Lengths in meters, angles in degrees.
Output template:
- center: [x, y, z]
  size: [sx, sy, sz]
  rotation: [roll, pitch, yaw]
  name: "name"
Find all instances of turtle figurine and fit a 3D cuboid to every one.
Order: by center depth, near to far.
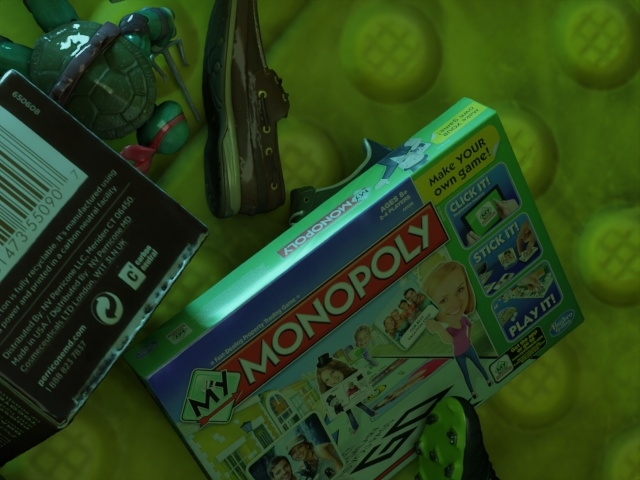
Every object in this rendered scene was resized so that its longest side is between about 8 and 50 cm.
- center: [-0.168, -0.119, 1.037]
  size: [0.234, 0.118, 0.175]
  rotation: [39, 74, -1]
  name: "turtle figurine"

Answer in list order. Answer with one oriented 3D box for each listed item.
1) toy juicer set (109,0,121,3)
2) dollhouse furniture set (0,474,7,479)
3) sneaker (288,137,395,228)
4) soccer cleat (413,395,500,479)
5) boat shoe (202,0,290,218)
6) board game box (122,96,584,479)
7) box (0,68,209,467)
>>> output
- center: [-0.155, -0.294, 1.011]
  size: [0.209, 0.089, 0.329]
  rotation: [-39, 80, -20]
  name: "toy juicer set"
- center: [-0.390, 0.161, 0.850]
  size: [0.256, 0.362, 0.394]
  rotation: [-53, 128, -13]
  name: "dollhouse furniture set"
- center: [0.000, 0.000, 1.098]
  size: [0.192, 0.064, 0.086]
  rotation: [-42, 81, -8]
  name: "sneaker"
- center: [0.113, 0.191, 1.089]
  size: [0.072, 0.060, 0.179]
  rotation: [-15, 120, -26]
  name: "soccer cleat"
- center: [-0.055, -0.106, 1.089]
  size: [0.060, 0.064, 0.178]
  rotation: [-2, 93, -19]
  name: "boat shoe"
- center: [0.036, 0.071, 1.058]
  size: [0.317, 0.046, 0.214]
  rotation: [-37, 125, -13]
  name: "board game box"
- center: [-0.210, 0.027, 0.950]
  size: [0.167, 0.203, 0.168]
  rotation: [39, 64, -9]
  name: "box"
